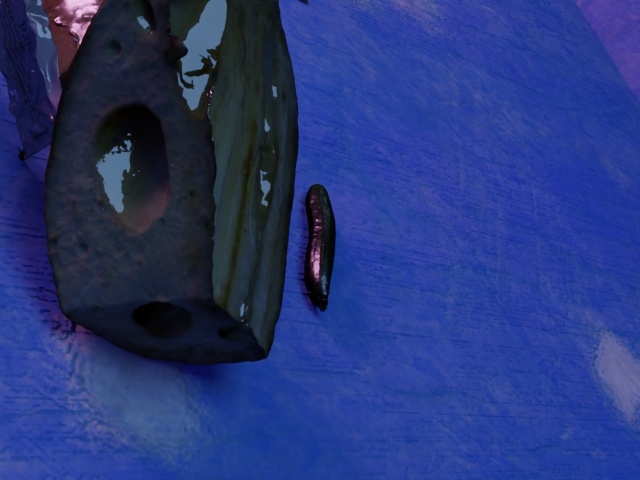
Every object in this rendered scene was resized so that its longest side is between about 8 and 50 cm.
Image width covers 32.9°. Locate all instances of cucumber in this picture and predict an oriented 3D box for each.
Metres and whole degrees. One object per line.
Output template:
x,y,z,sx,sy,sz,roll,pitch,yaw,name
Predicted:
0.000,0.000,1.138,0.033,0.036,0.184,41,29,-29,cucumber

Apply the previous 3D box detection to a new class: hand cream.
-0.267,-0.198,0.891,0.050,0.084,0.257,-30,99,-51,hand cream

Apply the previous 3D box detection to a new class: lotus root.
-0.117,-0.062,0.880,0.210,0.142,0.314,30,62,-65,lotus root

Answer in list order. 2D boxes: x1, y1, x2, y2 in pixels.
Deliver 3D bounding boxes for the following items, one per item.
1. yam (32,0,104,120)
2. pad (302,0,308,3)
-0.208,-0.191,1.004,0.128,0.129,0.238,68,5,-55,yam
-0.109,-0.413,1.492,0.211,0.003,0.143,19,41,-40,pad
